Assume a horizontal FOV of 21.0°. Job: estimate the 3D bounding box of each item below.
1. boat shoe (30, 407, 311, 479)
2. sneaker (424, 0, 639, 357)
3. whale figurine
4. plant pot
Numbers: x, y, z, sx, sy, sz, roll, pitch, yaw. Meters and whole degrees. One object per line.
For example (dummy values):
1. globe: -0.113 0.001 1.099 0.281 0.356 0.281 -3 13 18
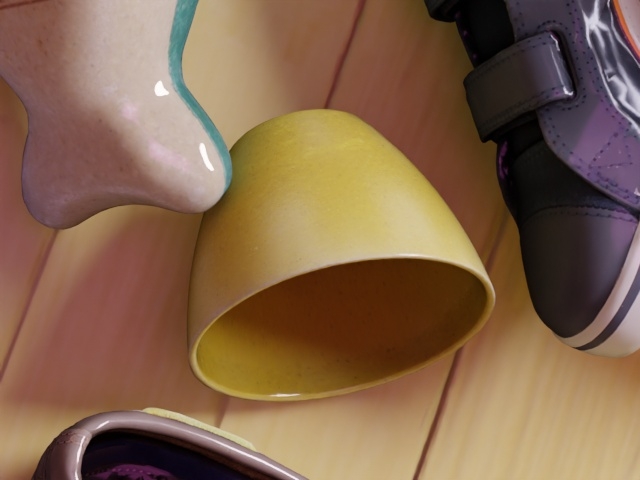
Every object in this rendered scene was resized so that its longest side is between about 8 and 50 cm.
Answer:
1. boat shoe: 0.019 0.177 0.732 0.324 0.096 0.116 32 62 1
2. sneaker: 0.102 -0.110 0.784 0.127 0.126 0.321 11 74 -16
3. whale figurine: -0.098 -0.145 0.738 0.216 0.141 0.272 -8 103 30
4. plant pot: 0.000 0.000 0.762 0.134 0.134 0.095 -7 61 -12
